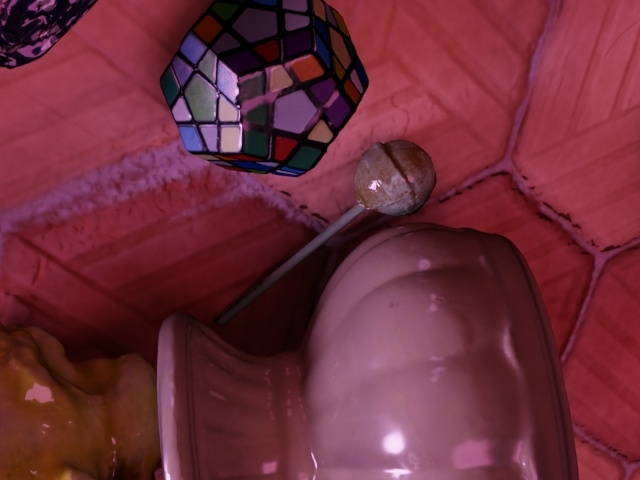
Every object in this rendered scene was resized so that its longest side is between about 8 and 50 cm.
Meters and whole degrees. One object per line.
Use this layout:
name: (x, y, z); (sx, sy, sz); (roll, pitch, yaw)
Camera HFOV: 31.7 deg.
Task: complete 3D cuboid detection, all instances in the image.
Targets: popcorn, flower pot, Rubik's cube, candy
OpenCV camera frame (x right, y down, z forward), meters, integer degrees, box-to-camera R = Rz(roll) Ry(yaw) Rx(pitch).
popcorn: (-0.214, 0.179, 0.740); (0.255, 0.195, 0.256); (-22, 104, -18)
flower pot: (0.021, 0.142, 0.772); (0.244, 0.307, 0.307); (-4, 118, -4)
Rubik's cube: (-0.035, -0.100, 0.715); (0.133, 0.133, 0.112); (13, 86, -28)
candy: (0.000, 0.000, 0.828); (0.202, 0.061, 0.061); (-40, 125, 10)

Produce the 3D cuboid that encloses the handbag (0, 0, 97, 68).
handbag: (-0.143, -0.216, 0.598); (0.260, 0.113, 0.162); (-42, 133, 1)
